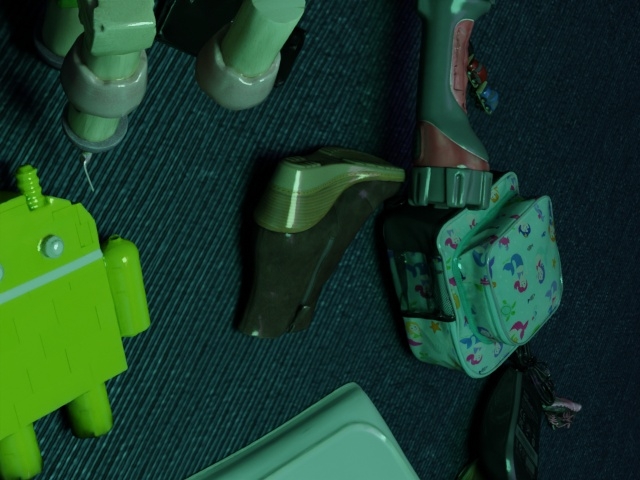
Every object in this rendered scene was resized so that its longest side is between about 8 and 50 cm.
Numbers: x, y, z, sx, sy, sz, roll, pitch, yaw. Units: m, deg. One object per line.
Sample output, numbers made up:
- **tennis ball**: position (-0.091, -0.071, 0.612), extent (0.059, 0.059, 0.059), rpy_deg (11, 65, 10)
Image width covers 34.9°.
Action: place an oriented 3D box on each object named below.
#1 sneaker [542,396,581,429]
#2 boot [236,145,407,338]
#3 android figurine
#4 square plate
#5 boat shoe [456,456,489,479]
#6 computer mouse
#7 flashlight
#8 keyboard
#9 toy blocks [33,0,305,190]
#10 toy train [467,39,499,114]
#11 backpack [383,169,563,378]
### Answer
- **sneaker**: position (0.403, 0.296, 1.731), extent (0.119, 0.047, 0.057), rpy_deg (20, 94, -48)
- **boot**: position (0.000, 0.000, 1.192), extent (0.248, 0.090, 0.207), rpy_deg (-10, 119, -53)
- **android figurine**: position (-0.260, 0.071, 0.901), extent (0.248, 0.056, 0.273), rpy_deg (-26, 118, -44)
- **square plate**: position (0.035, 0.361, 1.153), extent (0.344, 0.049, 0.347), rpy_deg (-23, 76, -45)
- **boat shoe**: position (0.226, 0.372, 1.540), extent (0.153, 0.048, 0.056), rpy_deg (-39, 99, -46)
- **computer mouse**: position (0.292, 0.278, 1.562), extent (0.188, 0.072, 0.272), rpy_deg (59, 35, -34)
- **flashlight**: position (0.164, -0.189, 1.214), extent (0.103, 0.103, 0.304), rpy_deg (5, 91, -60)
- **keyboard**: position (-0.091, -0.231, 1.065), extent (0.192, 0.038, 0.100), rpy_deg (14, 110, -51)
- **toy blocks**: position (-0.214, -0.214, 0.805), extent (0.308, 0.260, 0.289), rpy_deg (-11, 76, -24)
- **toy train**: position (0.212, -0.233, 1.403), extent (0.027, 0.036, 0.158), rpy_deg (-59, 135, -24)
- **backpack**: position (0.207, 0.050, 1.351), extent (0.225, 0.191, 0.254), rpy_deg (-37, 129, -40)
